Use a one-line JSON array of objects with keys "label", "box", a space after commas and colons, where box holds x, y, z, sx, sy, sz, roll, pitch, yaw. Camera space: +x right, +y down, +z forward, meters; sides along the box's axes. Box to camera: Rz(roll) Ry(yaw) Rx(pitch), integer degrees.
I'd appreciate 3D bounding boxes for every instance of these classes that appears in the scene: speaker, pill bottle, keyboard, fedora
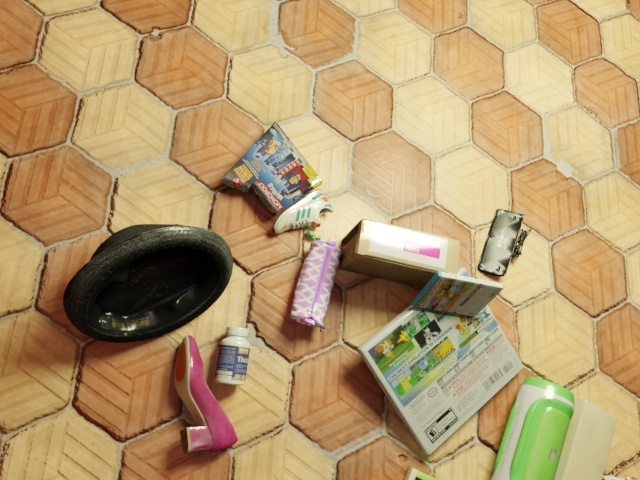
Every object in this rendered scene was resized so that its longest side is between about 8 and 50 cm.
[{"label": "speaker", "box": [0.483, 0.473, 1.088, 0.131, 0.131, 0.296, 27, 73, -3]}, {"label": "pill bottle", "box": [-0.190, 0.253, 1.044, 0.067, 0.067, 0.120, 9, 75, -9]}, {"label": "keyboard", "box": [0.490, 0.012, 1.262, 0.100, 0.038, 0.192, 19, 73, 19]}, {"label": "fedora", "box": [-0.360, 0.059, 0.992, 0.334, 0.334, 0.152, -26, 52, -16]}]

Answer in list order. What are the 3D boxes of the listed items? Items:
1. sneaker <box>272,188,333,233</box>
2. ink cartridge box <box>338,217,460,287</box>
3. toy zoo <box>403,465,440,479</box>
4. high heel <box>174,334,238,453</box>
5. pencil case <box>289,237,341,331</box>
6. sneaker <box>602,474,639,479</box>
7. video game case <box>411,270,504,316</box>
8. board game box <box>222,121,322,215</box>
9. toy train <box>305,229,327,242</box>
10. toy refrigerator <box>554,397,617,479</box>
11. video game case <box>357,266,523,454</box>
[{"label": "sneaker", "box": [-0.039, -0.055, 1.157, 0.161, 0.057, 0.075, -38, 80, -20]}, {"label": "ink cartridge box", "box": [0.175, 0.035, 1.104, 0.234, 0.193, 0.088, 13, 74, -8]}, {"label": "toy zoo", "box": [0.295, 0.657, 1.053, 0.293, 0.030, 0.192, 27, 73, -3]}, {"label": "high heel", "box": [-0.243, 0.325, 1.025, 0.117, 0.082, 0.244, 7, 59, -38]}, {"label": "pencil case", "box": [-0.011, 0.101, 1.107, 0.086, 0.088, 0.206, 15, 73, -3]}, {"label": "sneaker", "box": [0.701, 0.687, 1.097, 0.145, 0.090, 0.270, 11, 74, -3]}, {"label": "video game case", "box": [0.303, 0.122, 1.056, 0.166, 0.119, 0.015, 11, 46, -17]}, {"label": "board game box", "box": [-0.130, -0.158, 1.165, 0.194, 0.060, 0.194, -36, 85, -16]}, {"label": "toy train", "box": [0.000, 0.000, 1.168, 0.083, 0.024, 0.017, 29, 72, -2]}, {"label": "toy refrigerator", "box": [0.589, 0.517, 1.116, 0.102, 0.094, 0.269, 29, 73, -10]}, {"label": "video game case", "box": [0.290, 0.276, 1.115, 0.329, 0.036, 0.300, -34, 98, -16]}]
